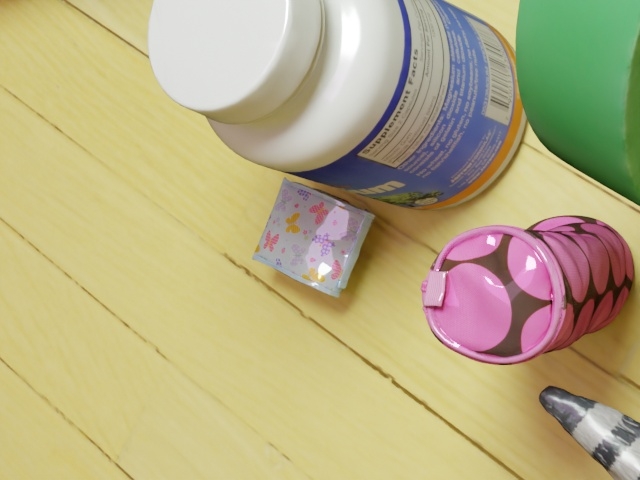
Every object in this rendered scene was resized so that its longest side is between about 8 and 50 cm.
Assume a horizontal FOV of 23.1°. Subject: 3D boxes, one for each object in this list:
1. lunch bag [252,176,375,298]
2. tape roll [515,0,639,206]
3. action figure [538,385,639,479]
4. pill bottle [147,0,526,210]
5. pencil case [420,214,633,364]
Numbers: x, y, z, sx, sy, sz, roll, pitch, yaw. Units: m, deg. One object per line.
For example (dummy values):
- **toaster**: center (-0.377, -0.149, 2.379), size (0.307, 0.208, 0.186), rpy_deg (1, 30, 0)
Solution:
- **lunch bag**: center (0.000, 0.000, 1.173), size (0.083, 0.053, 0.071), rpy_deg (23, 94, 45)
- **tape roll**: center (0.242, -0.168, 0.862), size (0.077, 0.321, 0.321), rpy_deg (36, 103, 34)
- **action figure**: center (0.241, 0.236, 0.894), size (0.341, 0.178, 0.330), rpy_deg (-50, 49, 16)
- **pill bottle**: center (0.013, -0.112, 1.045), size (0.152, 0.272, 0.152), rpy_deg (-7, 78, 35)
- **pencil case**: center (0.129, 0.028, 0.980), size (0.098, 0.209, 0.095), rpy_deg (17, 97, 20)
